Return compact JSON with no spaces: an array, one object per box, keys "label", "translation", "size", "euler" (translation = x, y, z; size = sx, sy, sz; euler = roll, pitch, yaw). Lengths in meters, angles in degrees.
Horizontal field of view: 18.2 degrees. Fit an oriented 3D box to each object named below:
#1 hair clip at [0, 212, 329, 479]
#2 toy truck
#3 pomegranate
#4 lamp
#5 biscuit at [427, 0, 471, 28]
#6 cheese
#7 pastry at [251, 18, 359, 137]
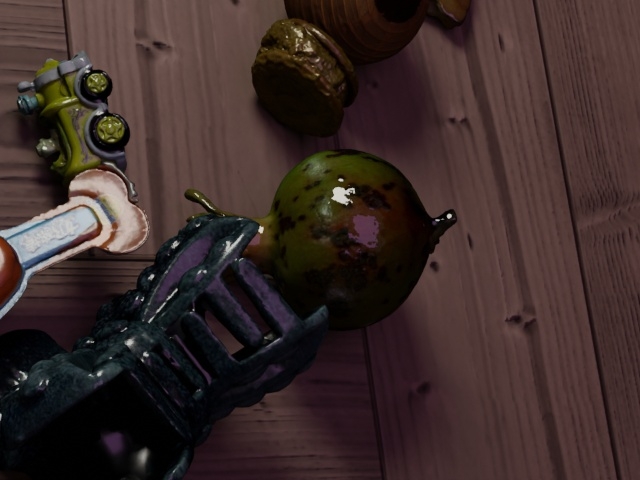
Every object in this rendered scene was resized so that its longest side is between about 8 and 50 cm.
[{"label":"hair clip","translation":[-0.142,0.114,1.524],"size":[0.194,0.206,0.310],"euler":[51,39,-4]},{"label":"toy truck","translation":[-0.205,-0.100,1.654],"size":[0.077,0.076,0.111],"euler":[-20,81,-13]},{"label":"pomegranate","translation":[-0.007,-0.005,1.681],"size":[0.220,0.156,0.156],"euler":[8,68,-22]},{"label":"lamp","translation":[0.031,-0.224,1.792],"size":[0.136,0.136,0.136],"euler":[10,67,-26]},{"label":"biscuit","translation":[0.061,-0.297,1.889],"size":[0.176,0.031,0.228],"euler":[-23,89,-36]},{"label":"cheese","translation":[-0.253,0.016,1.566],"size":[0.256,0.037,0.106],"euler":[-27,66,-19]},{"label":"pastry","translation":[-0.013,-0.143,1.758],"size":[0.109,0.097,0.057],"euler":[51,60,-18]}]
